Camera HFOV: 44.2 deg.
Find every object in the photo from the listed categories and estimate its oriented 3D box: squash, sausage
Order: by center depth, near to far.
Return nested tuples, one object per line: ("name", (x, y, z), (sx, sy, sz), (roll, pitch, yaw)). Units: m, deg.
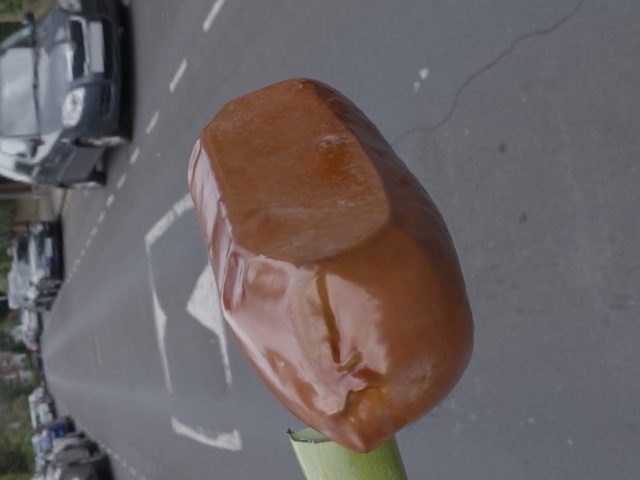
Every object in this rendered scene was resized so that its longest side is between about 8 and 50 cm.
("sausage", (0.001, 0.002, 0.430), (0.258, 0.133, 0.133), (-118, 29, -53))
("squash", (0.062, 0.324, 0.917), (0.137, 0.137, 0.287), (113, 141, -52))
